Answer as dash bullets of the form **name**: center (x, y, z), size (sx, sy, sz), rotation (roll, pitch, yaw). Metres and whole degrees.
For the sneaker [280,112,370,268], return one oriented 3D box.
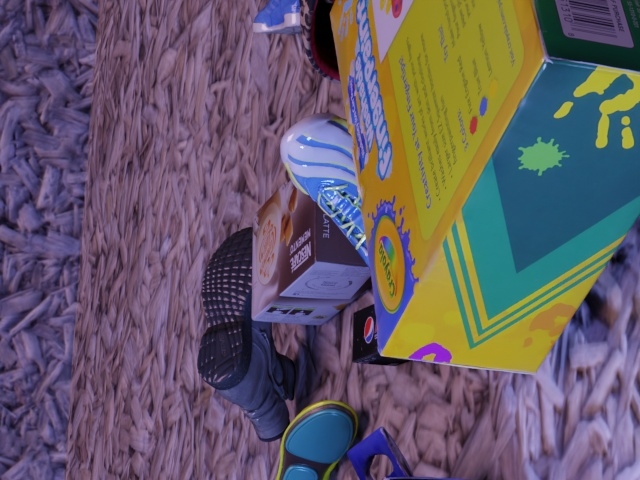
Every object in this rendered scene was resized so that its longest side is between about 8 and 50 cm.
- **sneaker**: center (0.049, -0.037, 1.897), size (0.091, 0.240, 0.126), rotation (-40, 51, 6)

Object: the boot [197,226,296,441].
- **boot**: center (-0.082, 0.119, 2.299), size (0.161, 0.083, 0.246), rotation (52, -142, -46)

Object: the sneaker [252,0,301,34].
- **sneaker**: center (-0.047, -0.321, 2.436), size (0.152, 0.058, 0.084), rotation (-179, 89, -67)

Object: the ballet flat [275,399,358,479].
- **ballet flat**: center (-0.011, 0.241, 2.149), size (0.077, 0.077, 0.231), rotation (-79, 7, -46)

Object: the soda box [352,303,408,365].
- **soda box**: center (0.086, 0.092, 1.921), size (0.169, 0.053, 0.060), rotation (151, 124, -67)

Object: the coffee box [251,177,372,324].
- **coffee box**: center (0.000, 0.000, 2.136), size (0.246, 0.098, 0.141), rotation (139, 134, -65)

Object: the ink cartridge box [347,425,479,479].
- **ink cartridge box**: center (0.083, 0.380, 1.701), size (0.270, 0.151, 0.395), rotation (133, 140, -62)

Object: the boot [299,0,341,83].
- **boot**: center (0.037, -0.392, 2.082), size (0.377, 0.138, 0.284), rotation (110, 158, -47)

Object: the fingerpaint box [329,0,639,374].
- **fingerpaint box**: center (0.158, -0.171, 1.605), size (0.371, 0.163, 0.445), rotation (115, 156, -44)
